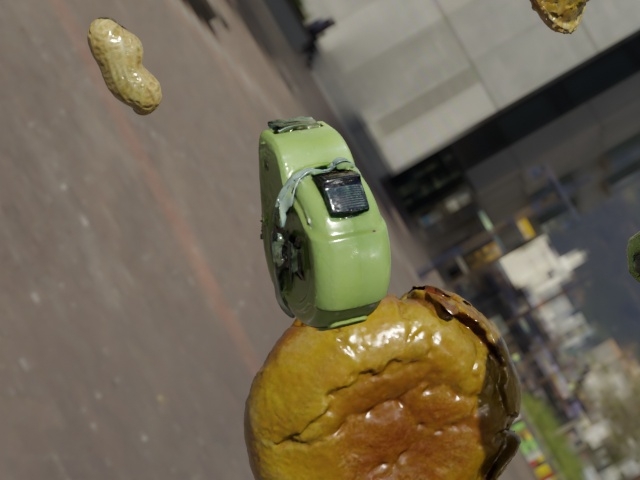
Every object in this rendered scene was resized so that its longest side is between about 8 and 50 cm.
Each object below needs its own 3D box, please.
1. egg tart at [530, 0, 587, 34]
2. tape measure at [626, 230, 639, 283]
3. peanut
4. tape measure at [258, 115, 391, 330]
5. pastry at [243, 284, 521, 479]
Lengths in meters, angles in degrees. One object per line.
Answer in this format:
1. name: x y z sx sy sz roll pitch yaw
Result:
1. egg tart: 0.281 -0.338 1.796 0.191 0.074 0.191 29 54 -50
2. tape measure: 0.404 0.009 1.556 0.200 0.106 0.175 31 42 -24
3. peanut: -0.204 -0.182 1.585 0.113 0.054 0.054 62 4 -15
4. tape measure: 0.000 0.000 1.313 0.154 0.088 0.177 39 -43 56
5. pastry: 0.076 0.217 1.815 0.356 0.356 0.164 58 -2 -29
